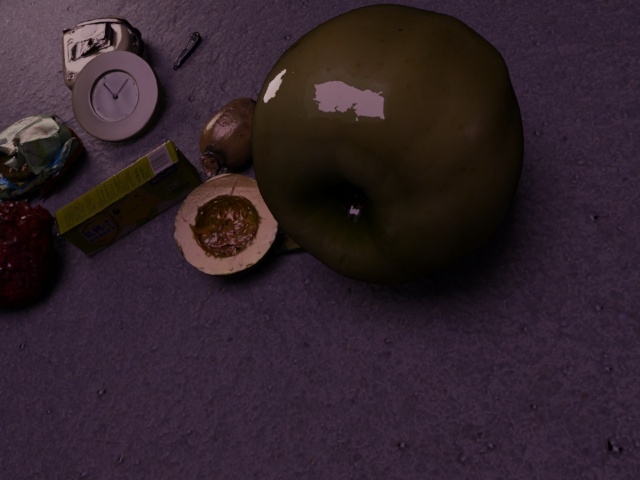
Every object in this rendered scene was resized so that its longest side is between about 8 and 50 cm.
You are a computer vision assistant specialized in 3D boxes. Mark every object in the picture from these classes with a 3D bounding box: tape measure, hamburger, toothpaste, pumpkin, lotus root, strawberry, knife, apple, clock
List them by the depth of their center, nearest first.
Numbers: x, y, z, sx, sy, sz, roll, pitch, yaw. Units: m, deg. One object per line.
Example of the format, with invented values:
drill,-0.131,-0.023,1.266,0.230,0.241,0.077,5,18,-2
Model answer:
apple,0.116,-0.166,1.164,0.473,0.473,0.473,-11,58,18
toothpaste,0.000,0.000,1.365,0.204,0.031,0.049,-5,56,24
pumpkin,-0.181,-0.015,1.418,0.217,0.110,0.217,-4,63,8
lotus root,-0.201,-0.227,1.538,0.221,0.118,0.125,-51,38,-14
toothpaste,-0.431,-0.093,1.560,0.327,0.110,0.077,-31,55,4
strawberry,-0.731,0.017,1.562,0.274,0.220,0.274,-8,60,15
clock,-0.513,-0.361,1.741,0.235,0.029,0.235,-1,86,11
hamburger,-0.754,-0.225,1.758,0.276,0.150,0.260,-36,52,2
knife,-0.354,-0.500,1.823,0.031,0.018,0.121,28,76,26
tape measure,-0.584,-0.521,1.870,0.231,0.133,0.271,-25,52,9
